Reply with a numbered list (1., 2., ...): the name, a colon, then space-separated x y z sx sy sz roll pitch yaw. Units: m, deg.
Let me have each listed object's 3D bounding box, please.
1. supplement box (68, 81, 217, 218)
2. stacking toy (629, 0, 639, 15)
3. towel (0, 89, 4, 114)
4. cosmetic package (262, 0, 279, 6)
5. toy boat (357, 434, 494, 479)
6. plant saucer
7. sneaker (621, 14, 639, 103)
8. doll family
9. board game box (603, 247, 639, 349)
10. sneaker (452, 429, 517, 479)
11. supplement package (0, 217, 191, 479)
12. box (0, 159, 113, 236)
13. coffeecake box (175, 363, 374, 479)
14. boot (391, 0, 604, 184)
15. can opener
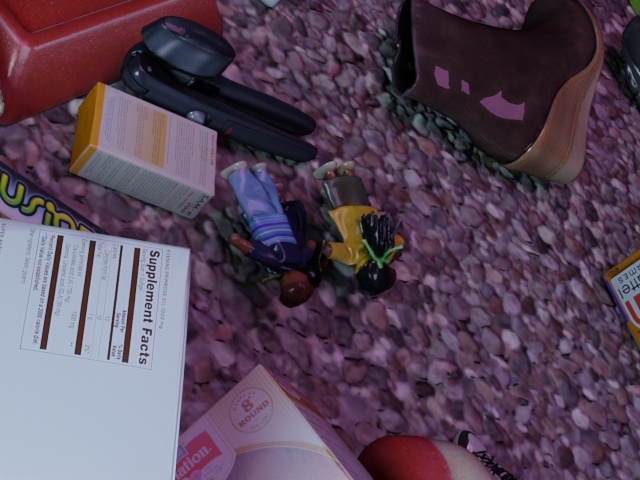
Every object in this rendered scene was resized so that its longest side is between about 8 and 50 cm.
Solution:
1. supplement box: -0.124 -0.063 0.912 0.098 0.036 0.062 22 47 -26
2. stacking toy: 0.436 -0.392 1.572 0.279 0.130 0.309 51 42 4
3. towel: -0.266 -0.136 0.825 0.110 0.027 0.148 -7 71 -17
4. cosmetic package: -0.047 -0.365 1.136 0.224 0.138 0.224 42 42 -8
5. toy boat: 0.030 0.226 0.768 0.151 0.151 0.231 6 50 -1
6. plant saucer: -0.216 -0.232 0.959 0.258 0.048 0.259 52 42 5
7. sneaker: 0.451 -0.151 1.400 0.286 0.130 0.109 42 43 -5
8. doll family: 0.000 0.000 0.948 0.193 0.076 0.111 -5 67 -37
9. board game box: 0.551 0.084 1.130 0.356 0.356 0.356 -4 62 -42
10. sneaker: 0.127 0.173 0.944 0.032 0.037 0.083 -6 62 -41
11. supplement package: -0.179 0.099 0.584 0.203 0.194 0.149 9 52 -12
12. box: -0.167 0.029 0.761 0.207 0.036 0.114 38 38 -37
13. coffeecake box: -0.022 0.183 0.684 0.185 0.142 0.068 48 2 32
14. boot: 0.166 -0.185 1.211 0.207 0.090 0.248 27 49 -25
15. can opener: -0.071 -0.103 0.976 0.186 0.073 0.059 30 59 -38
